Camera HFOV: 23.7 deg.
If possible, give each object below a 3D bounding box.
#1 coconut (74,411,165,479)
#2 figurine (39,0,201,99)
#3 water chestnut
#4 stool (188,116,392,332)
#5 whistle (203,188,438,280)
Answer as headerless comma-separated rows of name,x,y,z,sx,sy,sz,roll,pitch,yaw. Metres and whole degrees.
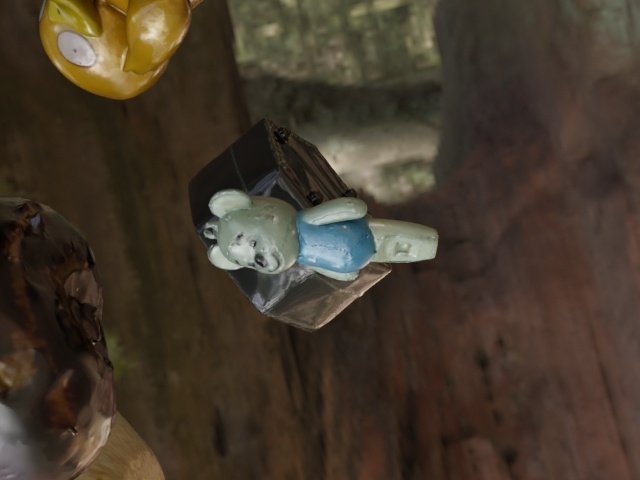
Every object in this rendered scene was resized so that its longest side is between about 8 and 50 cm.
coconut,-0.395,0.333,1.775,0.415,0.415,0.344,-117,21,-73
figurine,-0.158,-0.240,1.312,0.215,0.228,0.215,51,-179,-1
water chestnut,-0.330,0.106,1.414,0.300,0.300,0.300,166,90,-86
stool,-0.035,-0.018,1.732,0.232,0.141,0.232,45,-165,-16
whistle,0.000,0.000,1.530,0.077,0.236,0.114,-88,3,-46
